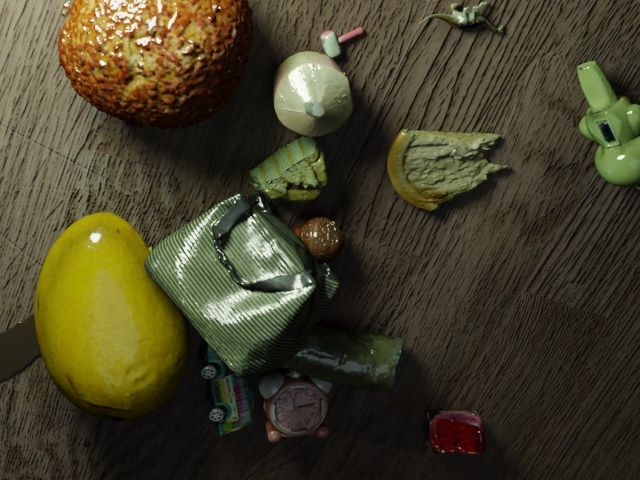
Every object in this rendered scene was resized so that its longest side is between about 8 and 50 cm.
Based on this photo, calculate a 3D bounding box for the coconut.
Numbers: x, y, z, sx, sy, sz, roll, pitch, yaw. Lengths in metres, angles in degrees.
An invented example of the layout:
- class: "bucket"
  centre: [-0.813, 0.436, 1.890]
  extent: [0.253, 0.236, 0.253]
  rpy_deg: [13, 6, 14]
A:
- class: "coconut"
  centre: [-0.018, -0.269, 1.728]
  extent: [0.147, 0.152, 0.147]
  rpy_deg: [-4, 116, -8]

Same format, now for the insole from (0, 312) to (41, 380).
- class: "insole"
  centre: [-0.642, 0.221, 1.964]
  extent: [0.328, 0.007, 0.111]
  rpy_deg: [-32, 120, 8]

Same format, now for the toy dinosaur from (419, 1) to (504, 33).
- class: "toy dinosaur"
  centre: [0.273, -0.426, 1.763]
  extent: [0.180, 0.037, 0.058]
  rpy_deg: [4, 113, -14]

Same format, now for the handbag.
- class: "handbag"
  centre: [-0.138, 0.070, 1.801]
  extent: [0.240, 0.247, 0.340]
  rpy_deg: [-44, 80, 14]

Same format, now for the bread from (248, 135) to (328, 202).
- class: "bread"
  centre: [-0.051, -0.124, 1.839]
  extent: [0.156, 0.103, 0.110]
  rpy_deg: [-28, 131, 11]

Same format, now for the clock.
- class: "clock"
  centre: [-0.056, 0.360, 2.106]
  extent: [0.166, 0.093, 0.162]
  rpy_deg: [-3, 109, -9]

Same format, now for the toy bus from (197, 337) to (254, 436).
- class: "toy bus"
  centre: [-0.210, 0.303, 2.044]
  extent: [0.109, 0.091, 0.261]
  rpy_deg: [-12, 121, -12]

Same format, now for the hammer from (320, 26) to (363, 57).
- class: "hammer"
  centre: [0.043, -0.379, 1.752]
  extent: [0.083, 0.031, 0.052]
  rpy_deg: [-26, 123, -3]

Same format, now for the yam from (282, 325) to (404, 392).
- class: "yam"
  centre: [0.037, 0.248, 2.040]
  extent: [0.330, 0.133, 0.133]
  rpy_deg: [14, 115, -13]

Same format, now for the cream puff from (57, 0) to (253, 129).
- class: "cream puff"
  centre: [-0.268, -0.331, 1.589]
  extent: [0.350, 0.228, 0.350]
  rpy_deg: [-14, 134, -14]

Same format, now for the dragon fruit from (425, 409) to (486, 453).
- class: "dragon fruit"
  centre: [0.332, 0.451, 2.229]
  extent: [0.147, 0.096, 0.102]
  rpy_deg: [5, 111, 22]

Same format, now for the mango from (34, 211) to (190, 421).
- class: "mango"
  centre: [-0.412, 0.154, 1.850]
  extent: [0.301, 0.220, 0.445]
  rpy_deg: [-1, 117, -3]

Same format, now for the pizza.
- class: "pizza"
  centre: [0.264, -0.149, 1.914]
  extent: [0.262, 0.034, 0.181]
  rpy_deg: [-5, 118, -8]

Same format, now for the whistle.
- class: "whistle"
  centre: [0.605, -0.234, 1.896]
  extent: [0.141, 0.141, 0.294]
  rpy_deg: [-21, 102, 1]

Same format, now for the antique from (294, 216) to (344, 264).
- class: "antique"
  centre: [0.000, 0.000, 1.908]
  extent: [0.104, 0.104, 0.104]
  rpy_deg: [-4, 119, -8]
